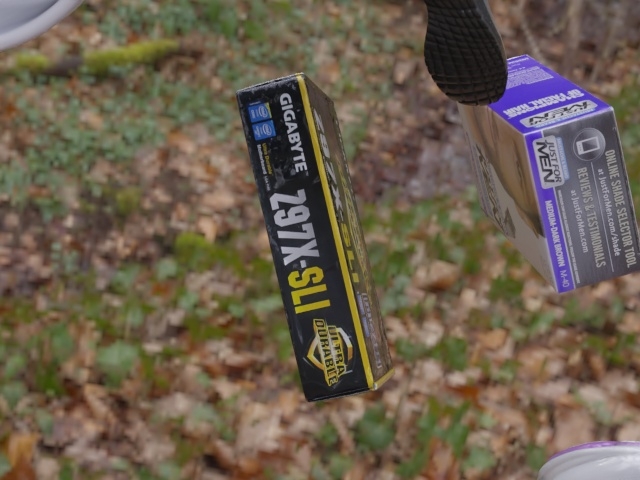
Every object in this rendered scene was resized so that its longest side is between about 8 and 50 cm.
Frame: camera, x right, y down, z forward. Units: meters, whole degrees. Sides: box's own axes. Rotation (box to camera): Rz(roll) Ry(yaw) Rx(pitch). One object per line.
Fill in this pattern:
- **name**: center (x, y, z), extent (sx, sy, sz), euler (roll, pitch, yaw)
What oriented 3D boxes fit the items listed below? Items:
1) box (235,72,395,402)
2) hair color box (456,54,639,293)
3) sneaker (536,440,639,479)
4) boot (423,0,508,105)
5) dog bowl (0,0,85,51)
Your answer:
- **box**: center (0.000, 0.000, 1.635), extent (0.079, 0.322, 0.257), euler (-13, -3, 8)
- **hair color box**: center (0.249, -0.085, 1.763), extent (0.110, 0.185, 0.339), euler (-17, 18, -5)
- **sneaker**: center (0.245, 0.303, 1.560), extent (0.114, 0.305, 0.152), euler (12, 51, -38)
- **boot**: center (0.152, -0.268, 1.564), extent (0.083, 0.246, 0.161), euler (2, 48, 25)
- **dog bowl**: center (-0.244, -0.265, 1.053), extent (0.265, 0.264, 0.104), euler (16, 27, 5)
